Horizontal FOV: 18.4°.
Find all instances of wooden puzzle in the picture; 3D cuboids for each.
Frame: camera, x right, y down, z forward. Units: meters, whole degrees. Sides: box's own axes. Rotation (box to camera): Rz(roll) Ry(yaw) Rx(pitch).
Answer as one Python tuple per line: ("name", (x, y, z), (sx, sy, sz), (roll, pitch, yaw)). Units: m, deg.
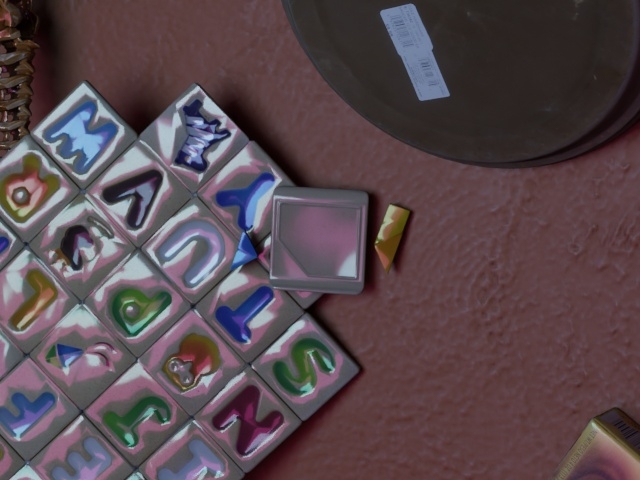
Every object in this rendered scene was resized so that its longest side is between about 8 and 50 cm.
("wooden puzzle", (0.000, 0.000, 1.373), (0.116, 0.014, 0.078), (10, 94, 5))

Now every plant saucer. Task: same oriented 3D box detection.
("plant saucer", (0.091, -0.157, 1.240), (0.278, 0.041, 0.277), (14, 130, 18))

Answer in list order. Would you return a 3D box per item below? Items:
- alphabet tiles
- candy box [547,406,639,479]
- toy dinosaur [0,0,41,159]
("alphabet tiles", (-0.151, 0.065, 1.411), (0.342, 0.011, 0.285), (-43, 91, 10))
("candy box", (0.225, 0.209, 1.277), (0.187, 0.053, 0.109), (39, 112, 17))
("toy dinosaur", (-0.294, -0.209, 1.457), (0.218, 0.164, 0.322), (-25, 60, 13))
